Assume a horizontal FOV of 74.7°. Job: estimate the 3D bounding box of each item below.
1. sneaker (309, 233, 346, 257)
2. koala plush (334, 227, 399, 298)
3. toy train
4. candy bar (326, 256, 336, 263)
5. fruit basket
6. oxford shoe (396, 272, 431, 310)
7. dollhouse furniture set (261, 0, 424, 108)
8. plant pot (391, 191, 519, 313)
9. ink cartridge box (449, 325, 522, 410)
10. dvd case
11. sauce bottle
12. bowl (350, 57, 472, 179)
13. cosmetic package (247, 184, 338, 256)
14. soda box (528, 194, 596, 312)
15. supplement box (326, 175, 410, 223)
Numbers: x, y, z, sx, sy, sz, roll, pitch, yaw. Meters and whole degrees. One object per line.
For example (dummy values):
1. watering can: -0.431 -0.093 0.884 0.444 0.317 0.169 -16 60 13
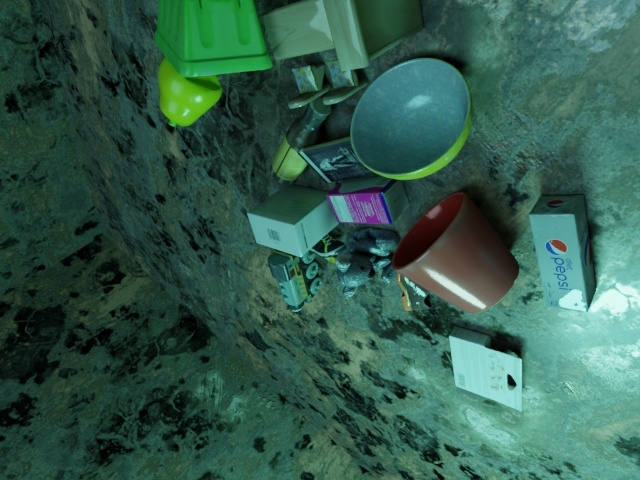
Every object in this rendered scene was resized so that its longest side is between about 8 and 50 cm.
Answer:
1. sneaker: 0.000 0.000 1.580 0.235 0.084 0.097 9 122 51
2. koala plush: 0.132 0.081 1.418 0.203 0.221 0.196 17 136 35
3. toy train: -0.106 0.144 1.749 0.142 0.190 0.333 19 136 34
4. candy bar: 0.053 0.074 1.667 0.162 0.018 0.040 28 137 25
5. fruit basket: -0.324 -0.502 1.171 0.392 0.283 0.391 47 145 48
6. oxford shoe: 0.317 0.131 1.408 0.099 0.096 0.271 0 132 25
7. dollhouse furniture set: -0.006 -0.498 0.970 0.394 0.256 0.362 10 130 40
8. plant pot: 0.372 0.047 1.129 0.243 0.275 0.275 40 145 -6
9. ink cartridge box: 0.578 0.440 1.450 0.239 0.060 0.275 11 131 38
10. dvd case: 0.062 -0.241 1.269 0.221 0.018 0.164 -5 149 37
11. sauce bottle: -0.063 -0.310 1.336 0.111 0.111 0.344 46 145 1
12. bowl: 0.234 -0.264 1.009 0.290 0.289 0.156 15 176 37
13. cosmetic package: -0.093 -0.080 1.490 0.224 0.225 0.138 15 132 36
14. soda box: 0.591 0.034 1.015 0.098 0.091 0.286 3 126 46
15. supplement box: 0.145 -0.126 1.299 0.220 0.111 0.113 6 129 44
